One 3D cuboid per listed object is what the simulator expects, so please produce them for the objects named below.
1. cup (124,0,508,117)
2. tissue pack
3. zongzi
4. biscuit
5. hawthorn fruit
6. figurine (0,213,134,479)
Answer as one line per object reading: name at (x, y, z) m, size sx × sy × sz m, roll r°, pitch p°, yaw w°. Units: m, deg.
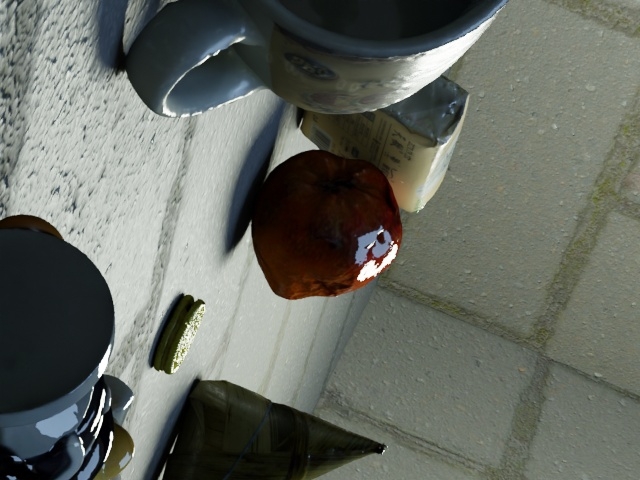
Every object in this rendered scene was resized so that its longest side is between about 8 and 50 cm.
cup at (-0.007, -0.170, 1.376) m, size 0.301 × 0.227 × 0.257 m, roll -35°, pitch 168°, yaw -16°
tissue pack at (0.067, -0.140, 2.148) m, size 0.090 × 0.186 × 0.222 m, roll -51°, pitch 170°, yaw -20°
zongzi at (-0.069, 0.299, 2.299) m, size 0.112 × 0.242 × 0.221 m, roll 124°, pitch -14°, yaw -88°
biscuit at (-0.141, 0.095, 1.940) m, size 0.084 × 0.023 × 0.084 m, roll 23°, pitch 90°, yaw -84°
hawthorn fruit at (0.001, -0.008, 2.142) m, size 0.179 × 0.173 × 0.173 m, roll -43°, pitch -174°, yaw 27°
figurine at (-0.175, 0.096, 1.135) m, size 0.236 × 0.133 × 0.176 m, roll 95°, pitch 0°, yaw -54°
